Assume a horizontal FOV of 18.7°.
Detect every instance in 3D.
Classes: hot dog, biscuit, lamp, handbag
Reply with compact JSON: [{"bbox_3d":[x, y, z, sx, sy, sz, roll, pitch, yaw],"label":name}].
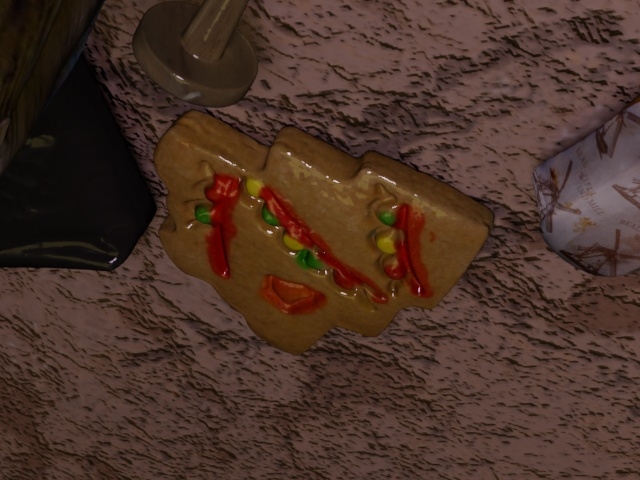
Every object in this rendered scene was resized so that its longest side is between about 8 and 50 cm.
[{"bbox_3d":[0.197,-0.039,1.100,0.108,0.059,0.191,36,141,-16],"label":"hot dog"},{"bbox_3d":[0.000,0.000,1.258,0.238,0.041,0.212,-2,132,30],"label":"biscuit"},{"bbox_3d":[-0.028,-0.166,1.017,0.121,0.121,0.215,30,128,-6],"label":"lamp"},{"bbox_3d":[-0.247,-0.072,1.271,0.247,0.080,0.223,0,134,26],"label":"handbag"}]

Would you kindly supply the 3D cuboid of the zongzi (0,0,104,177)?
[{"bbox_3d":[-0.126,-0.194,0.892,0.160,0.323,0.360,27,137,-23],"label":"zongzi"}]
